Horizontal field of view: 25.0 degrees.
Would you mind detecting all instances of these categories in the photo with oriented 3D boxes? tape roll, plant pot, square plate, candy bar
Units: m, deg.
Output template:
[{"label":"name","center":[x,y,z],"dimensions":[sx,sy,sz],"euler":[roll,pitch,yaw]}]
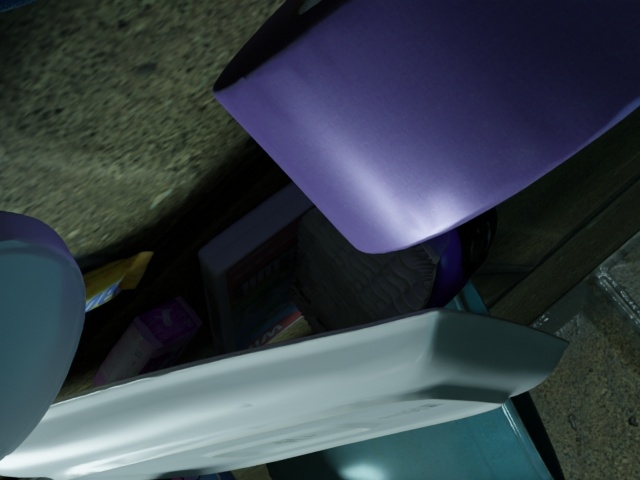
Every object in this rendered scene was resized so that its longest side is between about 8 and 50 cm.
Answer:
[{"label":"tape roll","center":[0.086,-0.120,0.570],"dimensions":[0.275,0.090,0.275],"euler":[-41,-170,9]},{"label":"plant pot","center":[0.080,0.189,1.482],"dimensions":[0.255,0.272,0.271],"euler":[-27,169,9]},{"label":"square plate","center":[-0.024,0.117,0.995],"dimensions":[0.344,0.049,0.347],"euler":[-15,168,20]},{"label":"candy bar","center":[-0.163,0.046,0.826],"dimensions":[0.161,0.018,0.040],"euler":[-29,163,-40]}]

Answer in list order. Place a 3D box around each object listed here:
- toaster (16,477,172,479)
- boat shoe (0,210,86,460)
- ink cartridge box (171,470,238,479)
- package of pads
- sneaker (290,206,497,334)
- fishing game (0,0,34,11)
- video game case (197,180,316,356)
[{"label":"toaster","center":[-0.192,0.238,1.147],"dimensions":[0.146,0.129,0.227],"euler":[-38,168,5]},{"label":"boat shoe","center":[-0.218,0.085,0.634],"dimensions":[0.108,0.102,0.301],"euler":[23,116,-40]},{"label":"ink cartridge box","center":[-0.072,0.400,1.422],"dimensions":[0.151,0.395,0.270],"euler":[-35,166,-17]},{"label":"package of pads","center":[-0.122,0.079,1.014],"dimensions":[0.050,0.032,0.083],"euler":[-28,163,-45]},{"label":"sneaker","center":[0.066,-0.001,1.019],"dimensions":[0.146,0.102,0.293],"euler":[-35,174,-15]},{"label":"fishing game","center":[-0.106,-0.062,0.289],"dimensions":[0.264,0.041,0.189],"euler":[-6,175,15]},{"label":"video game case","center":[0.000,0.000,1.105],"dimensions":[0.204,0.025,0.285],"euler":[-37,167,-12]}]
